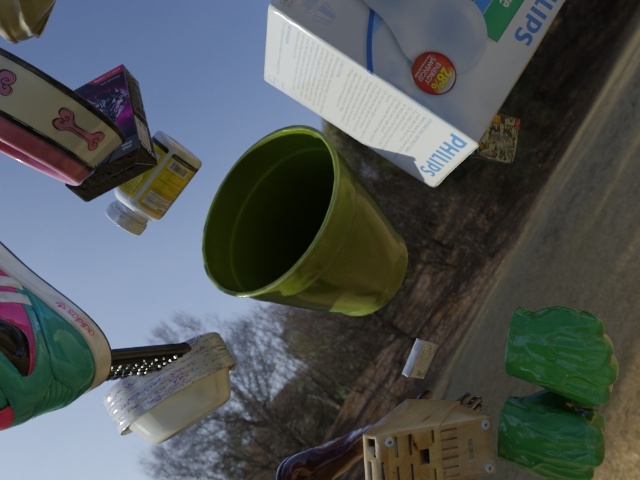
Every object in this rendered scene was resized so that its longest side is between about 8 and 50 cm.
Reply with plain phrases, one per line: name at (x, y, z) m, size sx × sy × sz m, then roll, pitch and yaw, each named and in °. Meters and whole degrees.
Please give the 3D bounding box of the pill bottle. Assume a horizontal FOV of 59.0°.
pill bottle at (-0.570, -0.189, 1.913) m, size 0.334 × 0.188 × 0.188 m, roll -52°, pitch -14°, yaw 2°

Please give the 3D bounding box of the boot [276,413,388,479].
boot at (0.069, 0.451, 1.206) m, size 0.280 × 0.096 × 0.264 m, roll -37°, pitch -26°, yaw 25°

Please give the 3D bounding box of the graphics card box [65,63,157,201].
graphics card box at (-0.602, -0.307, 1.578) m, size 0.232 × 0.371 × 0.094 m, roll -25°, pitch -33°, yaw 5°

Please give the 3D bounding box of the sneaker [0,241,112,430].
sneaker at (-0.362, 0.078, 0.514) m, size 0.124 × 0.295 × 0.178 m, roll -61°, pitch -8°, yaw 19°

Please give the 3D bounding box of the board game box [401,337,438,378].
board game box at (0.236, 0.281, 1.338) m, size 0.090 × 0.020 × 0.090 m, roll 25°, pitch -92°, yaw -53°

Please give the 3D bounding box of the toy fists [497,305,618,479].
toy fists at (0.348, 0.226, 0.822) m, size 0.096 × 0.142 × 0.279 m, roll -20°, pitch -64°, yaw -50°

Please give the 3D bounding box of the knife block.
knife block at (0.160, 0.315, 0.932) m, size 0.242 × 0.275 × 0.088 m, roll 167°, pitch 100°, yaw -70°

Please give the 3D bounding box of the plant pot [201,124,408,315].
plant pot at (0.000, 0.000, 1.220) m, size 0.353 × 0.366 × 0.366 m, roll 31°, pitch -90°, yaw -43°

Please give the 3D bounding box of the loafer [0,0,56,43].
loafer at (-0.322, -0.357, 0.672) m, size 0.102 × 0.092 × 0.269 m, roll 97°, pitch -178°, yaw -76°

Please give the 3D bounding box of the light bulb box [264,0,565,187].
light bulb box at (0.153, -0.347, 0.927) m, size 0.358 × 0.361 × 0.225 m, roll -57°, pitch 0°, yaw -13°

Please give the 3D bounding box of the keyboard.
keyboard at (-0.345, 0.180, 0.736) m, size 0.201 × 0.033 × 0.317 m, roll -25°, pitch -19°, yaw 33°

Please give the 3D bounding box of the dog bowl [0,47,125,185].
dog bowl at (-0.638, -0.260, 1.198) m, size 0.150 × 0.408 × 0.408 m, roll -65°, pitch -14°, yaw -11°

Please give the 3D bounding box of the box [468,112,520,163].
box at (0.350, -0.208, 1.140) m, size 0.137 × 0.027 × 0.094 m, roll 1°, pitch -81°, yaw -40°

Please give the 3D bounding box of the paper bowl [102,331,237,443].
paper bowl at (-0.313, 0.336, 1.243) m, size 0.284 × 0.148 × 0.284 m, roll -32°, pitch -11°, yaw -7°
